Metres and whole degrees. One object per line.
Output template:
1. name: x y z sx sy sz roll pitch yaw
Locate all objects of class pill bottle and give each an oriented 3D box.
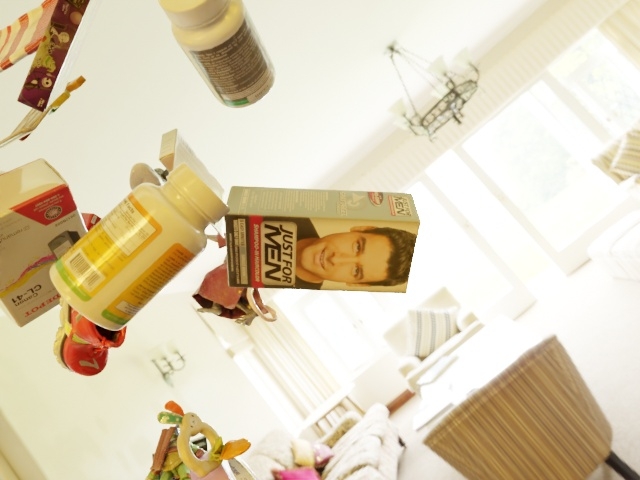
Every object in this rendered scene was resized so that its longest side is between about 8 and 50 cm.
1. pill bottle: -0.272 -0.546 1.404 0.204 0.204 0.361 -39 -28 -3
2. pill bottle: -0.258 0.002 0.768 0.246 0.136 0.136 -44 -7 -5

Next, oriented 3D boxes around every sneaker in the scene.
1. sneaker: -0.575 -0.205 1.769 0.102 0.153 0.268 -10 -33 0
2. sneaker: -0.421 0.177 0.969 0.107 0.118 0.278 -43 -22 -48

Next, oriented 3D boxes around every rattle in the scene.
1. rattle: -0.284 0.450 1.240 0.130 0.199 0.143 -19 -16 -47

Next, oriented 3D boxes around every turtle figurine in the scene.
1. turtle figurine: -0.392 0.684 1.455 0.266 0.198 0.274 -126 52 -72

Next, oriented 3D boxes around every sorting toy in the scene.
1. sorting toy: -0.787 -0.366 1.481 0.307 0.041 0.229 -8 46 38

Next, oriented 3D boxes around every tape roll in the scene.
1. tape roll: -0.221 0.672 1.360 0.090 0.274 0.275 -40 -7 -9

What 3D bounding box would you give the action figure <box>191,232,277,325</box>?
1. action figure: -0.273 0.073 1.694 0.276 0.369 0.248 -6 -32 33

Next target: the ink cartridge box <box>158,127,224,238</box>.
1. ink cartridge box: -0.377 -0.158 1.538 0.060 0.238 0.275 -21 -44 12

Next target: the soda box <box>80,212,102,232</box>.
1. soda box: -0.822 0.038 1.754 0.083 0.092 0.263 50 -131 -57

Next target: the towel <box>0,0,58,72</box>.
1. towel: -0.774 -0.529 1.339 0.329 0.237 0.037 -22 -40 15

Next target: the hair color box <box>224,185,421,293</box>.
1. hair color box: 0.000 0.000 1.066 0.113 0.375 0.185 -91 4 -54

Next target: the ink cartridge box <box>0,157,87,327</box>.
1. ink cartridge box: -0.632 0.009 1.123 0.226 0.131 0.306 -37 -32 -31

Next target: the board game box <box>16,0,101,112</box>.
1. board game box: -0.410 -0.400 0.881 0.346 0.056 0.208 -59 31 15

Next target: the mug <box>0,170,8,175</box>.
1. mug: -1.007 -0.052 1.433 0.328 0.276 0.374 -23 15 -10

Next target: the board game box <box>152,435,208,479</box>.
1. board game box: -0.428 0.694 1.599 0.026 0.126 0.186 -11 -8 40
